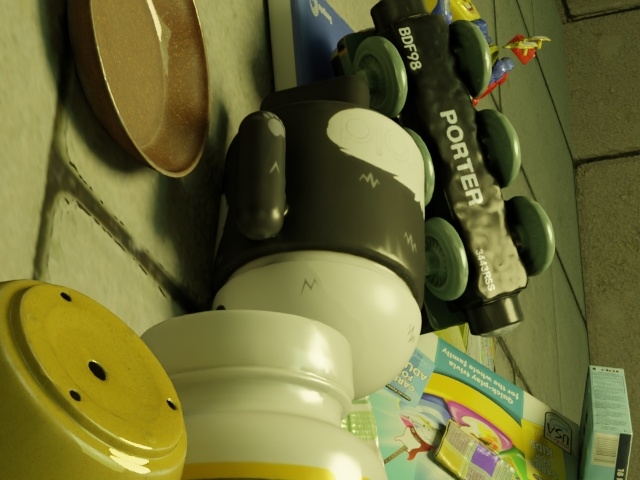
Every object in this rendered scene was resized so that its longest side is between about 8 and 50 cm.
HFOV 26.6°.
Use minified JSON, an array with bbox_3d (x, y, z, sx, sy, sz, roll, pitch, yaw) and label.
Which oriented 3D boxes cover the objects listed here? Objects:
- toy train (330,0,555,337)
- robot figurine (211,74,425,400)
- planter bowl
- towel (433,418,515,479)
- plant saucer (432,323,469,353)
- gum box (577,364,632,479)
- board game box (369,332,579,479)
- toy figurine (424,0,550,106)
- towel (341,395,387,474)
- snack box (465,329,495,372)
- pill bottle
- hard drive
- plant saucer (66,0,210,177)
[{"bbox_3d":[0.098,-0.062,1.289,0.190,0.142,0.334,-27,-100,63],"label":"toy train"},{"bbox_3d":[-0.003,-0.001,1.107,0.209,0.173,0.278,19,53,-22],"label":"robot figurine"},{"bbox_3d":[-0.128,0.084,0.626,0.217,0.090,0.217,43,16,-15],"label":"planter bowl"},{"bbox_3d":[0.143,0.206,1.252,0.083,0.009,0.060,39,32,1],"label":"towel"},{"bbox_3d":[0.163,0.061,1.800,0.188,0.045,0.188,-74,151,-53],"label":"plant saucer"},{"bbox_3d":[0.282,0.230,1.370,0.184,0.041,0.157,-54,150,-72],"label":"gum box"},{"bbox_3d":[0.117,0.239,1.271,0.254,0.079,0.336,32,33,-10],"label":"board game box"},{"bbox_3d":[0.153,-0.286,1.878,0.217,0.191,0.362,51,26,4],"label":"toy figurine"},{"bbox_3d":[-0.001,0.139,1.155,0.113,0.023,0.152,8,59,-35],"label":"towel"},{"bbox_3d":[0.225,0.160,1.962,0.100,0.037,0.141,43,42,-61],"label":"snack box"},{"bbox_3d":[-0.049,0.221,0.814,0.188,0.188,0.334,50,35,-59],"label":"pill bottle"},{"bbox_3d":[0.008,-0.086,1.388,0.210,0.040,0.318,29,54,-68],"label":"hard drive"},{"bbox_3d":[-0.133,-0.141,0.977,0.198,0.036,0.198,-10,90,-73],"label":"plant saucer"}]
